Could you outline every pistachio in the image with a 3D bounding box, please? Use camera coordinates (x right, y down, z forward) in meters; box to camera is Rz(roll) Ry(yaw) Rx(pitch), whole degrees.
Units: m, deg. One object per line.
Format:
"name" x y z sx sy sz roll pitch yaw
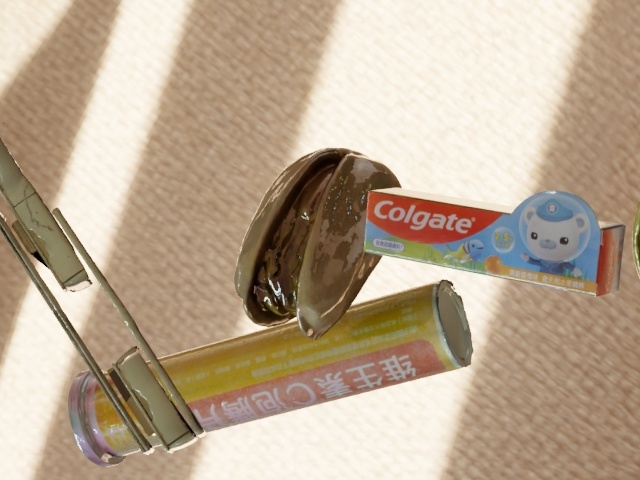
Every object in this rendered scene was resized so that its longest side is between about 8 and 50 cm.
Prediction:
"pistachio" 0.000 0.000 1.361 0.129 0.131 0.206 9 56 31

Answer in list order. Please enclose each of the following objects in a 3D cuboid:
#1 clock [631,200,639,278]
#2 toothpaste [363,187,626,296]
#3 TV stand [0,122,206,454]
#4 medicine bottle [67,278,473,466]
"clock" 0.434 0.001 1.461 0.237 0.057 0.237 1 111 3
"toothpaste" 0.124 -0.011 1.054 0.193 0.044 0.070 11 102 33
"TV stand" -0.157 0.029 0.922 0.042 0.036 0.249 -34 83 -5
"medicine bottle" -0.057 0.135 1.499 0.426 0.108 0.108 -18 71 21
